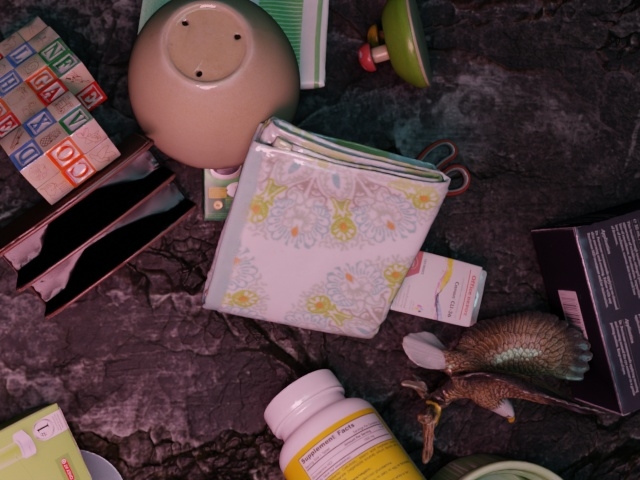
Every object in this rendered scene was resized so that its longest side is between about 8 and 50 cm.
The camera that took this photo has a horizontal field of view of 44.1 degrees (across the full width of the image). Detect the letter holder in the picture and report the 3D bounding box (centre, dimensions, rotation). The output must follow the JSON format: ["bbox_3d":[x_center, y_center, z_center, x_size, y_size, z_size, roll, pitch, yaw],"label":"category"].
[{"bbox_3d":[-0.354,-0.021,1.243,0.301,0.214,0.152,-38,109,-10],"label":"letter holder"}]

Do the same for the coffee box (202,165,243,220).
[{"bbox_3d":[-0.148,-0.127,1.361,0.113,0.040,0.184,-3,108,-11],"label":"coffee box"}]

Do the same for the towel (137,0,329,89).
[{"bbox_3d":[-0.148,-0.375,1.358,0.324,0.038,0.248,3,74,-5],"label":"towel"}]

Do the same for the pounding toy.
[{"bbox_3d":[0.119,-0.377,1.400,0.110,0.183,0.237,-12,90,15],"label":"pounding toy"}]

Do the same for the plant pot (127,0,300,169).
[{"bbox_3d":[-0.169,-0.269,1.219,0.283,0.191,0.284,0,83,-3],"label":"plant pot"}]

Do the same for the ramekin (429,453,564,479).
[{"bbox_3d":[0.309,0.528,1.402,0.303,0.148,0.304,0,88,-11],"label":"ramekin"}]

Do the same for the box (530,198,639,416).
[{"bbox_3d":[0.603,0.102,1.456,0.312,0.179,0.344,-15,92,-10],"label":"box"}]

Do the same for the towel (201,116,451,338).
[{"bbox_3d":[0.000,0.000,1.289,0.320,0.090,0.375,14,125,-12],"label":"towel"}]

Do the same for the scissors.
[{"bbox_3d":[0.155,-0.066,1.458,0.297,0.021,0.109,-40,98,-8],"label":"scissors"}]

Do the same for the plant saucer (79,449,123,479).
[{"bbox_3d":[-0.420,0.443,1.321,0.194,0.037,0.195,0,89,-10],"label":"plant saucer"}]

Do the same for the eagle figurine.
[{"bbox_3d":[0.306,0.235,1.345,0.298,0.225,0.227,-27,61,25],"label":"eagle figurine"}]

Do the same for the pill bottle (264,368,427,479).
[{"bbox_3d":[0.053,0.383,1.285,0.187,0.188,0.334,-33,63,-10],"label":"pill bottle"}]

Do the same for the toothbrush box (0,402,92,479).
[{"bbox_3d":[-0.494,0.400,1.172,0.283,0.122,0.206,-27,94,-39],"label":"toothbrush box"}]

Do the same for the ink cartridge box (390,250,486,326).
[{"bbox_3d":[0.218,0.087,1.434,0.198,0.067,0.115,13,88,-15],"label":"ink cartridge box"}]

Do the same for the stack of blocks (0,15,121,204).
[{"bbox_3d":[-0.427,-0.209,1.224,0.171,0.087,0.297,-39,54,-9],"label":"stack of blocks"}]
